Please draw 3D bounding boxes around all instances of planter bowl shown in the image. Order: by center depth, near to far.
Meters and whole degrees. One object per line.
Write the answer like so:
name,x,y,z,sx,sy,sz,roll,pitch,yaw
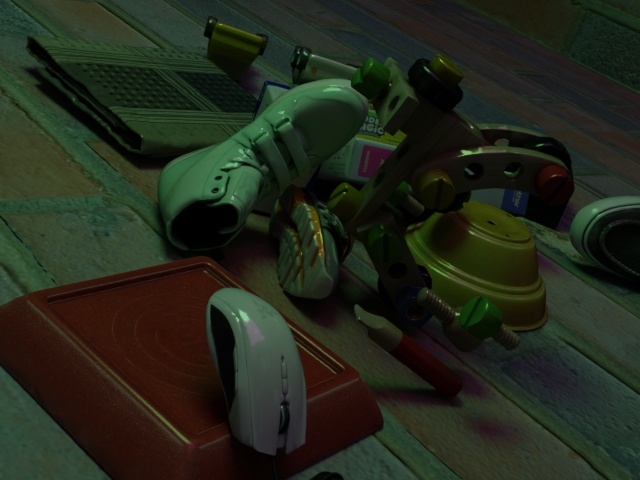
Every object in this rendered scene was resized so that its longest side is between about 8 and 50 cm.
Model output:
planter bowl,0.192,0.012,1.129,0.217,0.090,0.217,17,25,-8

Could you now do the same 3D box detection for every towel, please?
towel,-0.213,-0.192,1.304,0.324,0.056,0.312,-4,37,-47

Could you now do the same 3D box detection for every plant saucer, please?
plant saucer,-0.105,0.096,0.769,0.258,0.048,0.259,35,27,29

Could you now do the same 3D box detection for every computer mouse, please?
computer mouse,-0.036,0.117,0.672,0.106,0.042,0.193,4,62,-45

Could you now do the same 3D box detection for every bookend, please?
bookend,0.317,-0.102,1.489,0.157,0.072,0.156,21,23,4

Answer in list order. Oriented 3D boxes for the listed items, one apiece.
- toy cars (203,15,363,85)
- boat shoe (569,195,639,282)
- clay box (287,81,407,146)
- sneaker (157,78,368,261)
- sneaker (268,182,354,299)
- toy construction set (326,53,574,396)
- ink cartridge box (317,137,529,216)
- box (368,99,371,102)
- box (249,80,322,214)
toy cars,-0.074,-0.277,1.484,0.393,0.087,0.176,27,13,37
boat shoe,0.515,0.029,1.307,0.335,0.121,0.119,16,20,-15
clay box,0.027,-0.176,1.310,0.222,0.053,0.127,13,14,-6
sneaker,-0.053,-0.070,0.982,0.094,0.255,0.151,58,8,-31
sneaker,0.000,0.000,1.016,0.083,0.084,0.215,20,23,-17
toy construction set,0.085,-0.036,0.919,0.237,0.257,0.309,37,45,-26
ink cartridge box,0.142,-0.081,1.247,0.311,0.065,0.186,8,3,-22
box,0.073,-0.228,1.583,0.168,0.054,0.059,23,24,3
box,-0.048,-0.113,1.157,0.072,0.126,0.137,13,25,-19
